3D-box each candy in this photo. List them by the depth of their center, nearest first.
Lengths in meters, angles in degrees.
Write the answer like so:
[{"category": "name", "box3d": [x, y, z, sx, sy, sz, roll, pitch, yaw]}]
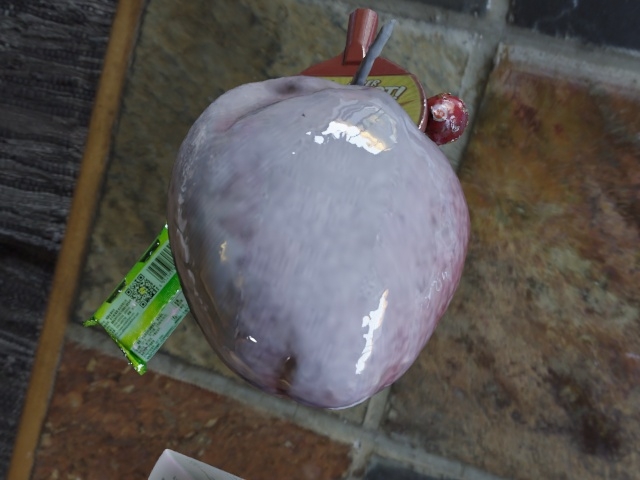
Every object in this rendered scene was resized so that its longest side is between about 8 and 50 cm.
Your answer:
[{"category": "candy", "box3d": [-0.197, 0.064, 0.974, 0.102, 0.032, 0.178, 39, 87, 2]}]

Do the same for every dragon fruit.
[{"category": "dragon fruit", "box3d": [0.187, -0.200, 1.410, 0.190, 0.094, 0.094, -26, 87, -22]}]

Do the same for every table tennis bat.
[{"category": "table tennis bat", "box3d": [0.051, -0.248, 1.352, 0.268, 0.051, 0.415, 2, 52, 12]}]

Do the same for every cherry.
[{"category": "cherry", "box3d": [-0.011, -0.007, 0.817, 0.326, 0.335, 0.291, 44, 139, -9]}]

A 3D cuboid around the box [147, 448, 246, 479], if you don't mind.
[{"category": "box", "box3d": [-0.093, 0.423, 1.147, 0.299, 0.200, 0.106, 31, 81, -28]}]
